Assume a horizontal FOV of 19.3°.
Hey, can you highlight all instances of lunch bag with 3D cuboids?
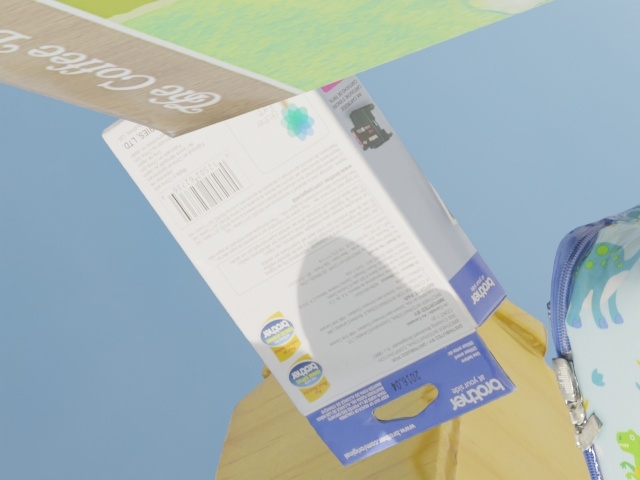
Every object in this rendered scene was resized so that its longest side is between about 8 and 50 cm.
[{"bbox_3d":[0.208,0.051,0.833,0.219,0.090,0.176,-26,-75,-31],"label":"lunch bag"}]

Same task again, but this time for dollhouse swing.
[{"bbox_3d":[0.117,0.259,1.658,0.305,0.315,0.347,54,-156,-24],"label":"dollhouse swing"}]

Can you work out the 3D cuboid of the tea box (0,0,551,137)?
[{"bbox_3d":[0.012,-0.232,0.336,0.220,0.324,0.329,13,-118,-58],"label":"tea box"}]

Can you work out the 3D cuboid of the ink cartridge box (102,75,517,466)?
[{"bbox_3d":[0.000,0.000,1.343,0.311,0.186,0.065,56,-141,-4],"label":"ink cartridge box"}]
